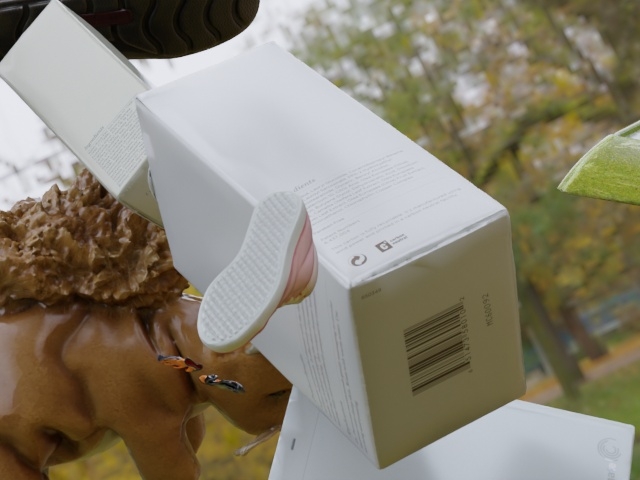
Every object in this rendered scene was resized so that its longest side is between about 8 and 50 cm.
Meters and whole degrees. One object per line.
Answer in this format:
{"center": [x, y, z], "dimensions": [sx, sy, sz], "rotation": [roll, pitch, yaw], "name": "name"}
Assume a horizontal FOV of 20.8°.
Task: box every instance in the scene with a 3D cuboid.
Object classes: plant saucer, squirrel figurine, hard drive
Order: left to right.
{"center": [-0.192, 0.092, 1.960], "dimensions": [0.370, 0.397, 0.281], "rotation": [-13, 10, 16], "name": "squirrel figurine"}
{"center": [0.111, 0.218, 1.520], "dimensions": [0.308, 0.203, 0.040], "rotation": [12, -39, 3], "name": "hard drive"}
{"center": [0.299, -0.059, 1.341], "dimensions": [0.188, 0.045, 0.188], "rotation": [10, 15, 22], "name": "plant saucer"}

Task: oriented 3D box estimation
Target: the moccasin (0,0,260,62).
{"center": [-0.265, -0.289, 2.153], "dimensions": [0.380, 0.139, 0.147], "rotation": [-13, 33, -4], "name": "moccasin"}

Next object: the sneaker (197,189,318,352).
{"center": [-0.037, 0.036, 1.189], "dimensions": [0.051, 0.070, 0.134], "rotation": [8, 52, 23], "name": "sneaker"}

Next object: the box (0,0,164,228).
{"center": [-0.229, -0.139, 1.876], "dimensions": [0.113, 0.275, 0.094], "rotation": [-49, -38, 5], "name": "box"}

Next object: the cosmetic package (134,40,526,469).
{"center": [0.000, 0.000, 1.465], "dimensions": [0.155, 0.365, 0.197], "rotation": [-25, -51, -19], "name": "cosmetic package"}

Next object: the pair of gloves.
{"center": [-0.116, 0.130, 1.689], "dimensions": [0.083, 0.010, 0.074], "rotation": [28, -14, -27], "name": "pair of gloves"}
